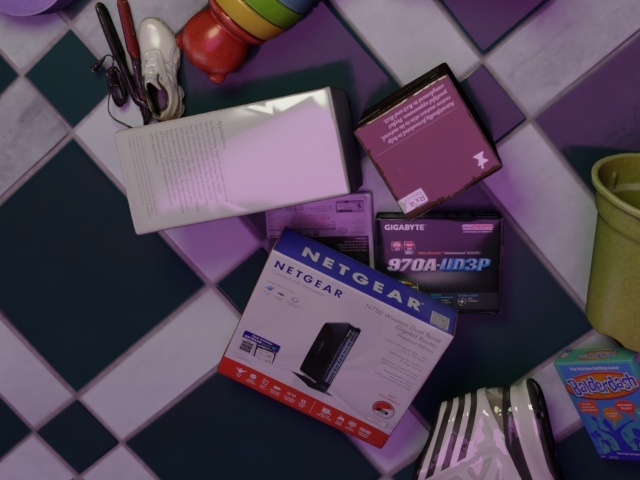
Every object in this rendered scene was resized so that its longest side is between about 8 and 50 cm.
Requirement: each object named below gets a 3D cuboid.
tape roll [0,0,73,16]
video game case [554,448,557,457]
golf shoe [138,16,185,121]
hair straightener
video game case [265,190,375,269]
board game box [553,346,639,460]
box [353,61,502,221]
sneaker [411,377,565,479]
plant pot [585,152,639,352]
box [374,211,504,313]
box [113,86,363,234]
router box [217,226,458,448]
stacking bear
[{"bbox_3d":[-0.486,-0.468,1.444,0.188,0.080,0.189,2,106,7],"label":"tape roll"},{"bbox_3d":[0.296,0.446,1.637,0.210,0.042,0.232,21,108,1],"label":"video game case"},{"bbox_3d":[-0.272,-0.287,1.468,0.069,0.086,0.176,-9,104,12],"label":"golf shoe"},{"bbox_3d":[-0.347,-0.295,1.503,0.089,0.047,0.231,-9,110,10],"label":"hair straightener"},{"bbox_3d":[0.000,0.000,1.553,0.190,0.022,0.173,-1,106,7],"label":"video game case"},{"bbox_3d":[0.518,0.284,1.512,0.160,0.047,0.210,-14,108,53],"label":"board game box"},{"bbox_3d":[0.171,-0.162,1.386,0.168,0.203,0.167,-30,100,14],"label":"box"},{"bbox_3d":[0.307,0.472,1.559,0.257,0.169,0.448,-12,98,18],"label":"sneaker"},{"bbox_3d":[0.538,0.031,1.386,0.276,0.276,0.254,9,119,4],"label":"plant pot"},{"bbox_3d":[0.205,0.039,1.520,0.220,0.051,0.175,1,106,6],"label":"box"},{"bbox_3d":[-0.121,-0.131,1.417,0.345,0.215,0.168,-10,96,9],"label":"box"},{"bbox_3d":[0.023,0.176,1.532,0.335,0.082,0.301,25,124,0],"label":"router box"},{"bbox_3d":[-0.108,-0.383,1.387,0.175,0.164,0.289,43,112,-6],"label":"stacking bear"}]
